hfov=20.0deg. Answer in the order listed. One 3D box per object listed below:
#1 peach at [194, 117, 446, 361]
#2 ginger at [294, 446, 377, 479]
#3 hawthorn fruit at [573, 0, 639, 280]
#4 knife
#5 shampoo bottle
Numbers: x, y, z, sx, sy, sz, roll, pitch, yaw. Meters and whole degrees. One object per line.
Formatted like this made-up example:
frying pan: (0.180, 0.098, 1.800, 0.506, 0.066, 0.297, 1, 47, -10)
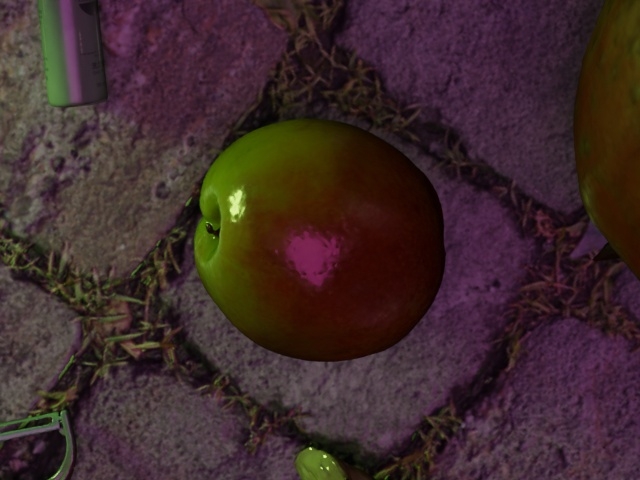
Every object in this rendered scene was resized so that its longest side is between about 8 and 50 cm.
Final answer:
peach: (0.000, 0.000, 1.610, 0.231, 0.231, 0.231, 0, 103, -2)
ginger: (0.065, 0.264, 1.747, 0.122, 0.115, 0.193, -33, 95, -16)
hawthorn fruit: (0.382, -0.095, 1.535, 0.403, 0.403, 0.403, 0, 103, -2)
knife: (-0.273, 0.309, 1.761, 0.123, 0.053, 0.278, -11, 102, 6)
shampoo bottle: (-0.229, -0.219, 1.637, 0.056, 0.056, 0.195, -5, 104, -1)
